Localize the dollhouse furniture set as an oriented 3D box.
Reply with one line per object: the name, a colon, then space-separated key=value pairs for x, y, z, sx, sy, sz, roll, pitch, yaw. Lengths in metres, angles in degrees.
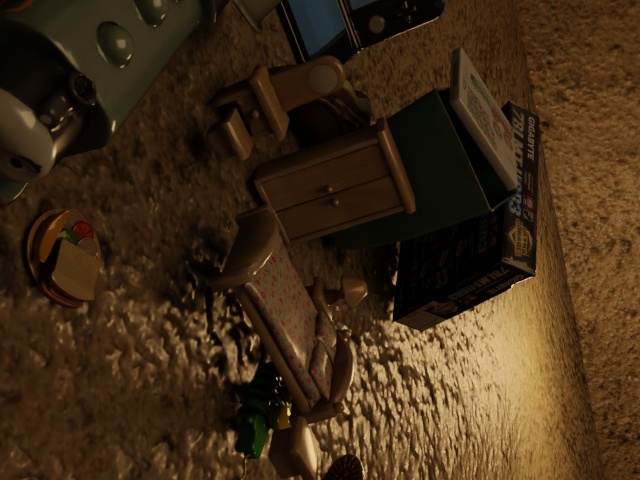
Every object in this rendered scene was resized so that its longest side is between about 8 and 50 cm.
dollhouse furniture set: x=0.000 y=0.000 z=0.724 sx=0.355 sy=0.174 sz=0.303 roll=-82 pitch=151 yaw=-58

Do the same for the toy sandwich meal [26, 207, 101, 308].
toy sandwich meal: x=-0.209 y=0.013 z=0.585 sx=0.085 sy=0.029 sz=0.085 roll=24 pitch=62 yaw=-57

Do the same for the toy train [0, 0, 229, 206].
toy train: x=-0.183 y=-0.154 z=0.508 sx=0.142 sy=0.190 sz=0.334 roll=60 pitch=36 yaw=-34

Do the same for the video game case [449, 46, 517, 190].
video game case: x=0.220 y=-0.165 z=0.939 sx=0.157 sy=0.019 sz=0.143 roll=49 pitch=33 yaw=-27

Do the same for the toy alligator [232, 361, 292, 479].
toy alligator: x=-0.070 y=0.191 z=0.761 sx=0.051 sy=0.056 sz=0.189 roll=64 pitch=33 yaw=-29

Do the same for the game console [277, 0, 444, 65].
game console: x=0.045 y=-0.415 z=1.024 sx=0.173 sy=0.250 sz=0.293 roll=-101 pitch=169 yaw=-64

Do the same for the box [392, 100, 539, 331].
box: x=0.232 y=-0.031 z=1.141 sx=0.073 sy=0.293 sz=0.295 roll=22 pitch=59 yaw=-20

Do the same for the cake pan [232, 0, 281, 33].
cake pan: x=-0.111 y=-0.355 z=0.705 sx=0.293 sy=0.054 sz=0.293 roll=62 pitch=8 yaw=-16

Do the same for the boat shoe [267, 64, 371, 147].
boat shoe: x=0.009 y=-0.170 z=0.965 sx=0.257 sy=0.095 sz=0.095 roll=4 pitch=85 yaw=-61

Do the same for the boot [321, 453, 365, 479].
boot: x=0.035 y=0.362 z=0.913 sx=0.084 sy=0.059 sz=0.158 roll=37 pitch=60 yaw=-56

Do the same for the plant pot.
plant pot: x=0.117 y=-0.083 z=0.971 sx=0.166 sy=0.234 sz=0.165 roll=-23 pitch=88 yaw=-62
